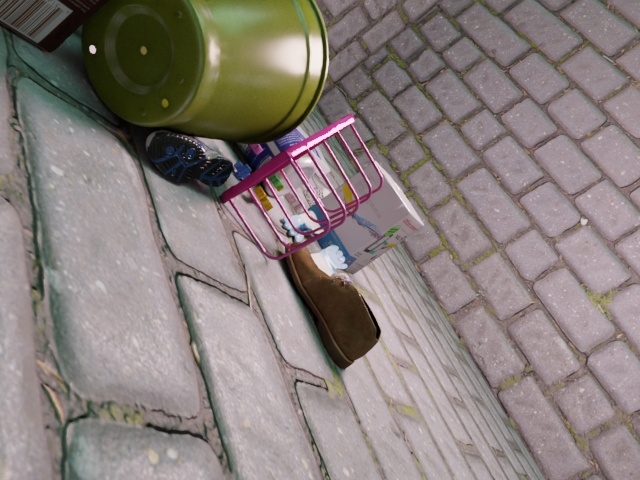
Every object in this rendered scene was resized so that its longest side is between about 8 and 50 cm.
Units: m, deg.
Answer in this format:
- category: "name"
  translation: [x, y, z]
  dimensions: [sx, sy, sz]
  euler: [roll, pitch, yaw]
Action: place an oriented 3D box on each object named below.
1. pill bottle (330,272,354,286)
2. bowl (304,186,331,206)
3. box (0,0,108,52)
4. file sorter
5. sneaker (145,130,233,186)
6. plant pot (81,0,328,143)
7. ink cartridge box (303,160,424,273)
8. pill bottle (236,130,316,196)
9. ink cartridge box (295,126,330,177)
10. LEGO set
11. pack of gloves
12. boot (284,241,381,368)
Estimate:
- category: "pill bottle"
  translation: [0.059, 0.142, 1.351]
  dimensions: [0.067, 0.067, 0.120]
  euler: [40, 19, -49]
- category: "bowl"
  translation: [0.027, -0.122, 1.907]
  dimensions: [0.170, 0.080, 0.170]
  euler: [52, 13, -17]
- category: "box"
  translation: [-0.428, -0.426, 0.816]
  dimensions: [0.203, 0.167, 0.168]
  euler: [59, 13, 21]
- category: "file sorter"
  translation: [-0.021, -0.110, 1.203]
  dimensions: [0.182, 0.202, 0.290]
  euler: [58, 37, -7]
- category: "sneaker"
  translation: [-0.246, -0.149, 1.017]
  dimensions: [0.081, 0.080, 0.211]
  euler: [35, 5, 23]
- category: "plant pot"
  translation: [-0.219, -0.342, 1.028]
  dimensions: [0.366, 0.366, 0.353]
  euler: [55, 27, 1]
- category: "ink cartridge box"
  translation: [0.131, -0.063, 1.689]
  dimensions: [0.197, 0.270, 0.198]
  euler: [59, 14, 20]
- category: "pill bottle"
  translation: [-0.137, -0.261, 1.496]
  dimensions: [0.265, 0.153, 0.153]
  euler: [58, 13, 13]
- category: "ink cartridge box"
  translation: [-0.099, -0.413, 2.251]
  dimensions: [0.371, 0.069, 0.176]
  euler: [45, 16, -46]
- category: "LEGO set"
  translation: [-0.134, -0.138, 1.323]
  dimensions: [0.227, 0.087, 0.093]
  euler: [54, -3, -3]
- category: "pack of gloves"
  translation: [0.000, 0.000, 1.487]
  dimensions: [0.195, 0.046, 0.232]
  euler: [53, 21, 6]
- category: "boot"
  translation: [0.025, 0.111, 1.205]
  dimensions: [0.305, 0.115, 0.112]
  euler: [59, 15, 26]
